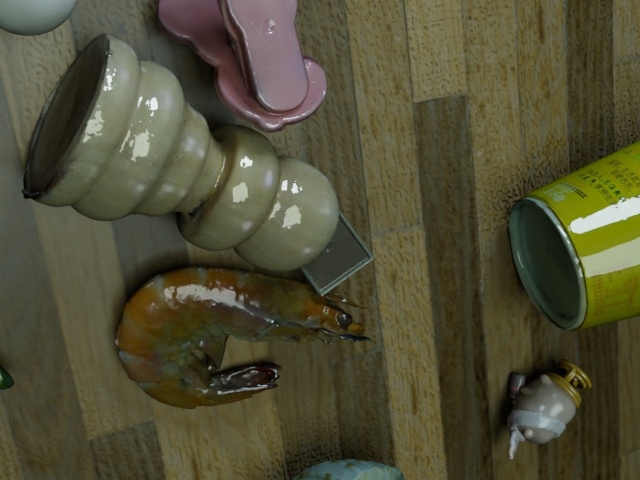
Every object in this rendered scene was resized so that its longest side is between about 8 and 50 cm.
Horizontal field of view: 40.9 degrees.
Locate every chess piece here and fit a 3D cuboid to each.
[{"bbox_3d":[-0.101,-0.053,0.724,0.260,0.142,0.143,25,93,-33],"label":"chess piece"}]

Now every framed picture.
[{"bbox_3d":[0.000,0.000,0.821,0.066,0.007,0.089,-36,86,-12],"label":"framed picture"}]

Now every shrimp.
[{"bbox_3d":[-0.069,0.091,0.811,0.248,0.068,0.150,0,117,-19],"label":"shrimp"}]

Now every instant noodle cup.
[{"bbox_3d":[0.336,-0.011,0.893,0.236,0.215,0.216,-19,111,-11],"label":"instant noodle cup"}]

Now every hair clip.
[{"bbox_3d":[-0.058,-0.158,0.711,0.123,0.102,0.138,-22,101,-22],"label":"hair clip"}]

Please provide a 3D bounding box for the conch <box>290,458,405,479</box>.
[{"bbox_3d":[0.005,0.305,0.864,0.200,0.131,0.172,36,59,-54],"label":"conch"}]

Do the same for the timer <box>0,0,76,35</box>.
[{"bbox_3d":[-0.268,-0.239,0.533,0.233,0.233,0.240,-16,107,-20],"label":"timer"}]

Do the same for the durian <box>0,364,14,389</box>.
[{"bbox_3d":[-0.424,0.150,0.643,0.375,0.106,0.132,-13,104,-25],"label":"durian"}]

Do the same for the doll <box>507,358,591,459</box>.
[{"bbox_3d":[0.243,0.188,0.977,0.084,0.073,0.127,45,78,6],"label":"doll"}]
